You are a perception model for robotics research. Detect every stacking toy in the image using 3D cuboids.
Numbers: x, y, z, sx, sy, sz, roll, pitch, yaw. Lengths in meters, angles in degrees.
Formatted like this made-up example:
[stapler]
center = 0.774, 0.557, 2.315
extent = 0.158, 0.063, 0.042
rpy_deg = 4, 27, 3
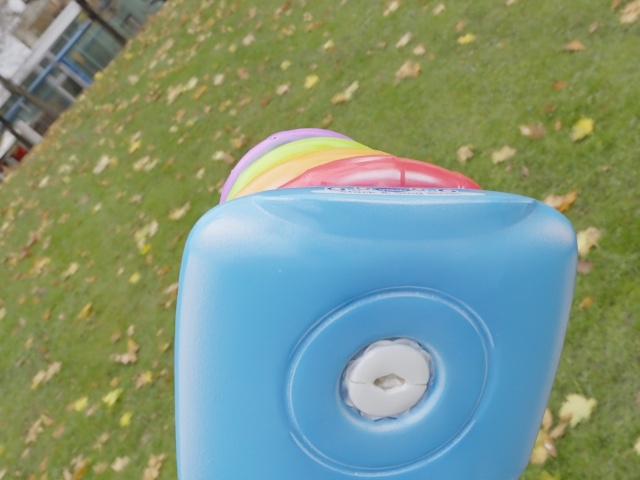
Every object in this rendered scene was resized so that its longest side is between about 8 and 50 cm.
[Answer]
[stacking toy]
center = 0.000, 0.000, 0.495
extent = 0.302, 0.175, 0.165
rpy_deg = -116, 29, -64
